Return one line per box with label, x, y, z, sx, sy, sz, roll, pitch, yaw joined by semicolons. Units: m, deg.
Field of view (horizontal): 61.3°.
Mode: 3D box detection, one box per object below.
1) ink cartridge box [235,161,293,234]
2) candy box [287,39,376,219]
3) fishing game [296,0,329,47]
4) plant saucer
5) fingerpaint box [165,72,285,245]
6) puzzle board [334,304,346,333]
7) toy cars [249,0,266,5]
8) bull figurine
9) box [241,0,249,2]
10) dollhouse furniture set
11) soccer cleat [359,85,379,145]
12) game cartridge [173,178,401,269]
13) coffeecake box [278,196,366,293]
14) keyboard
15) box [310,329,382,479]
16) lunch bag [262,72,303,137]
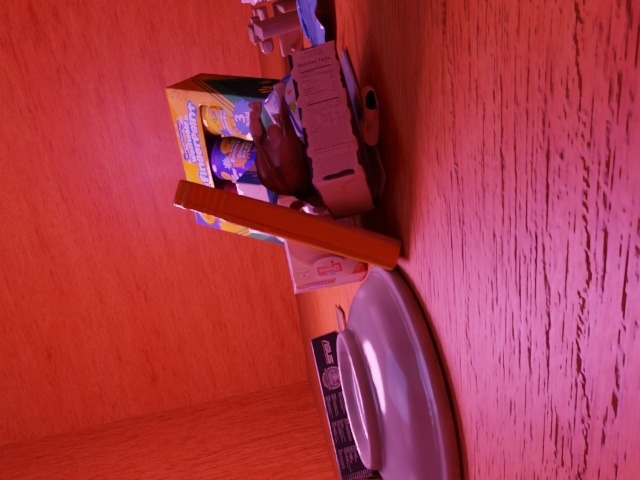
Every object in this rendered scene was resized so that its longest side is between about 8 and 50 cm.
ink cartridge box;-0.089;-0.131;1.217;0.231;0.078;0.134;-56;-35;-45
candy box;0.019;-0.149;0.768;0.165;0.070;0.196;53;-155;-71
fishing game;-0.007;-0.404;1.001;0.189;0.041;0.264;77;174;-66
plant saucer;0.097;0.240;0.851;0.400;0.100;0.401;169;90;-82
fingerpaint box;-0.221;-0.235;1.573;0.163;0.371;0.445;-43;-42;-45
puzzle board;0.062;0.248;1.490;0.096;0.011;0.128;-147;46;-79
toy cars;-0.112;-0.665;1.101;0.394;0.176;0.087;92;-157;-59
bull figurine;-0.040;-0.140;0.920;0.310;0.101;0.188;-4;-102;-81
box;-0.137;-0.666;1.269;0.091;0.130;0.170;-105;10;-45
dollhouse furniture set;-0.083;-0.452;1.214;0.151;0.144;0.123;49;157;48
soccer cleat;0.070;-0.173;0.755;0.035;0.029;0.083;-109;15;-73
game cartridge;-0.061;-0.027;0.868;0.285;0.323;0.053;-159;83;-82
coffeecake box;0.000;0.000;1.088;0.068;0.142;0.186;100;158;-69
keyboard;0.064;-0.187;0.857;0.072;0.014;0.256;104;155;-61
box;0.070;0.338;1.075;0.216;0.060;0.270;51;-159;-58
lunch bag;-0.031;-0.261;1.074;0.151;0.096;0.129;-28;86;49
